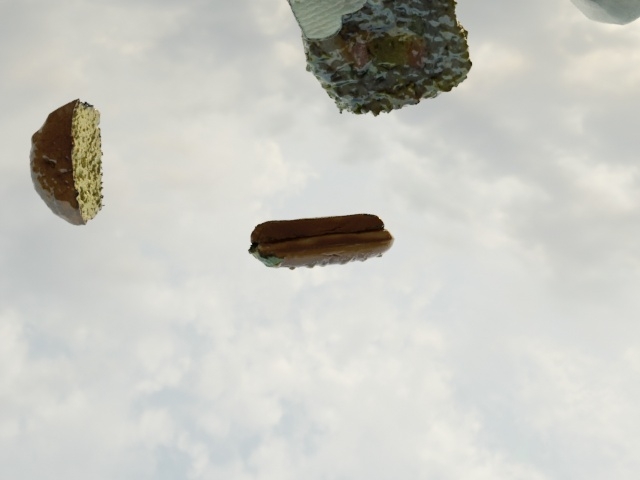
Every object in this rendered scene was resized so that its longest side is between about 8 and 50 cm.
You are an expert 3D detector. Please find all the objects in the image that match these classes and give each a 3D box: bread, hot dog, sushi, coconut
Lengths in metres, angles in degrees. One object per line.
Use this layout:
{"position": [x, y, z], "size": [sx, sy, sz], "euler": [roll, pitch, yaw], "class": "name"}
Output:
{"position": [-0.005, -0.497, 1.635], "size": [0.172, 0.232, 0.064], "euler": [8, -112, -26], "class": "bread"}
{"position": [0.000, 0.000, 1.425], "size": [0.269, 0.072, 0.115], "euler": [-4, -134, -17], "class": "hot dog"}
{"position": [0.147, -0.503, 1.931], "size": [0.396, 0.351, 0.240], "euler": [-16, -153, 6], "class": "sushi"}
{"position": [-0.537, -0.163, 1.659], "size": [0.134, 0.260, 0.129], "euler": [3, -178, 11], "class": "bread"}
{"position": [0.691, -0.629, 1.847], "size": [0.237, 0.237, 0.266], "euler": [26, -130, 23], "class": "coconut"}
